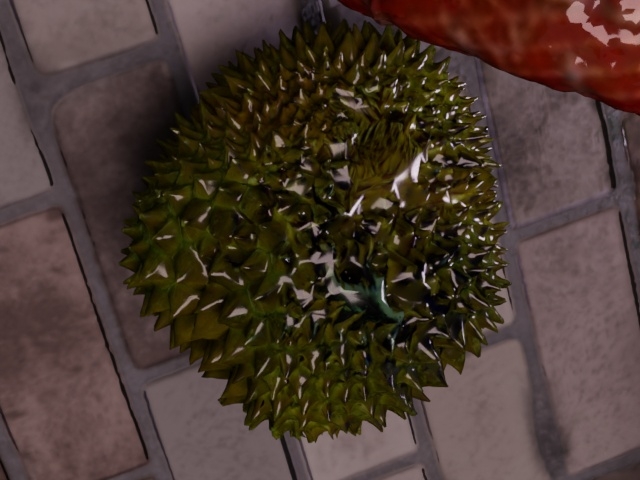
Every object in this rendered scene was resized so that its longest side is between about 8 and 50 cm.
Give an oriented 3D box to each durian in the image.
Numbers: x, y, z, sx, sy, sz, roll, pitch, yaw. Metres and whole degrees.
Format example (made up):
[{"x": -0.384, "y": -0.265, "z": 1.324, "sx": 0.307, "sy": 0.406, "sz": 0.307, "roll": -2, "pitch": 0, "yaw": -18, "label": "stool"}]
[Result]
[{"x": 0.000, "y": 0.001, "z": 1.237, "sx": 0.291, "sy": 0.224, "sz": 0.291, "roll": -5, "pitch": 110, "yaw": -14, "label": "durian"}]

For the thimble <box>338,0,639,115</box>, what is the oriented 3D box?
[{"x": 0.172, "y": -0.217, "z": 1.135, "sx": 0.350, "sy": 0.350, "sz": 0.230, "roll": 11, "pitch": 109, "yaw": -22, "label": "thimble"}]
